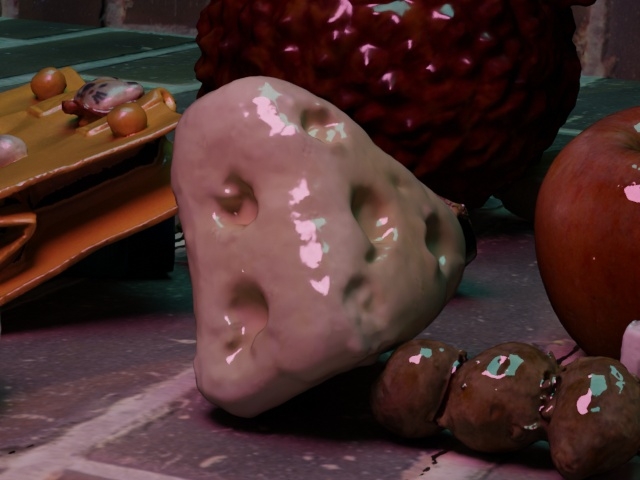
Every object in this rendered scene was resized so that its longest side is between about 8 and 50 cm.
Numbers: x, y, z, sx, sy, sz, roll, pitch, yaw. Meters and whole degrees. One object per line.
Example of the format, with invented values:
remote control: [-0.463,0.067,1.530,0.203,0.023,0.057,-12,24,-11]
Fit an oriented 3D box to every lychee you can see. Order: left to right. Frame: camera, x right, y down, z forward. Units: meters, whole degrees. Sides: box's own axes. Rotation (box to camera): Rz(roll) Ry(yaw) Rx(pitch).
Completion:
lychee: [0.096,-0.229,2.095,0.500,0.425,0.424,-25,0,25]

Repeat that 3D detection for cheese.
cheese: [0.002,-0.001,1.498,0.173,0.251,0.248,-28,-17,30]

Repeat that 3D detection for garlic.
garlic: [0.297,-0.051,2.174,0.101,0.087,0.195,-24,30,-36]

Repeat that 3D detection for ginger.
ginger: [0.132,0.115,1.375,0.204,0.080,0.104,10,39,25]

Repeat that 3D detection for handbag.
handbag: [-0.279,-0.067,1.785,0.283,0.133,0.401,-23,19,-16]

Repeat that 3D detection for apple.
apple: [0.297,0.012,1.602,0.253,0.254,0.253,3,12,-1]

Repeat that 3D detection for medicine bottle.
medicine bottle: [-0.241,-0.024,1.921,0.124,0.079,0.258,-8,16,-28]

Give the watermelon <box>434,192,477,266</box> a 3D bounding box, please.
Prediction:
watermelon: [0.073,-0.018,1.876,0.063,0.119,0.245,-18,21,-29]

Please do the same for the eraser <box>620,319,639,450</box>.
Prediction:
eraser: [0.382,0.138,1.284,0.096,0.098,0.404,-8,17,-41]

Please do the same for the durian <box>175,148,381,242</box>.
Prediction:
durian: [-0.027,-0.021,1.804,0.169,0.158,0.352,-10,20,-23]
